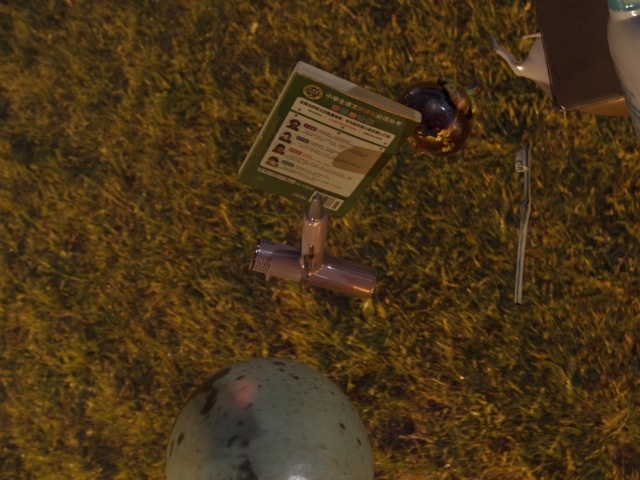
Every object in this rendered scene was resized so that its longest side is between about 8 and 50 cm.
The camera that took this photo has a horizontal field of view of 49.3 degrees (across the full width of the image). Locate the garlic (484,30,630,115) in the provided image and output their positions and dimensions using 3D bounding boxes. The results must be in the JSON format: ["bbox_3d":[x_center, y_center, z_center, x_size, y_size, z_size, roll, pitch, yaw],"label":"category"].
[{"bbox_3d":[0.406,-0.302,0.887,0.340,0.231,0.246,-23,66,9],"label":"garlic"}]

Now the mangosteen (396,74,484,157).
[{"bbox_3d":[0.279,-0.299,1.607,0.217,0.192,0.192,-45,64,3],"label":"mangosteen"}]

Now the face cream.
[{"bbox_3d":[0.340,-0.163,0.690,0.080,0.337,0.163,-20,31,21],"label":"face cream"}]

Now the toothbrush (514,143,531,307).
[{"bbox_3d":[0.362,-0.028,1.249,0.028,0.026,0.294,-3,81,38],"label":"toothbrush"}]

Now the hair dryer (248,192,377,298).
[{"bbox_3d":[0.012,0.001,1.002,0.195,0.220,0.054,15,57,-10],"label":"hair dryer"}]

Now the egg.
[{"bbox_3d":[-0.068,0.314,0.964,0.287,0.287,0.379,-54,22,2],"label":"egg"}]

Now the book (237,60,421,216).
[{"bbox_3d":[0.005,-0.144,1.094,0.264,0.202,0.027,128,157,-49],"label":"book"}]

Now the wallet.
[{"bbox_3d":[0.315,-0.260,0.828,0.110,0.031,0.198,-10,94,35],"label":"wallet"}]
